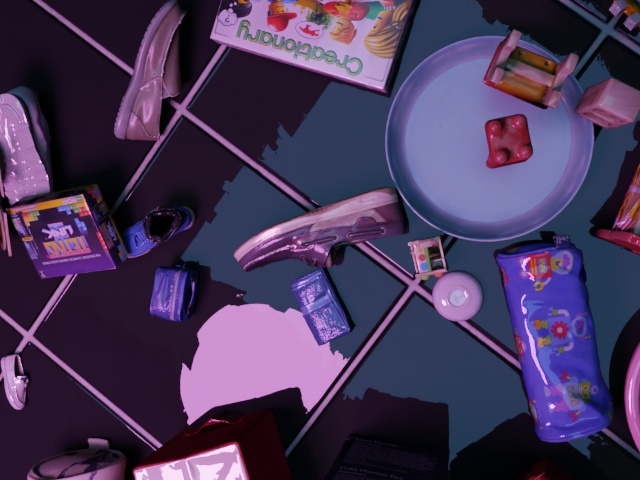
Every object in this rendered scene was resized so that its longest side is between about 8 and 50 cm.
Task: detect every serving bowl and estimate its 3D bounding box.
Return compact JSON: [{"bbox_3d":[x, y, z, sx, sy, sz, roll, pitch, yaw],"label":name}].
[{"bbox_3d":[0.221,0.090,1.250,0.083,0.027,0.084,0,92,10],"label":"serving bowl"}]

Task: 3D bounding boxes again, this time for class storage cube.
[{"bbox_3d":[-0.161,0.403,1.254,0.183,0.193,0.215,-17,90,11],"label":"storage cube"}]

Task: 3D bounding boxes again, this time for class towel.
[{"bbox_3d":[0.000,0.112,1.293,0.067,0.029,0.120,-26,87,12],"label":"towel"}]

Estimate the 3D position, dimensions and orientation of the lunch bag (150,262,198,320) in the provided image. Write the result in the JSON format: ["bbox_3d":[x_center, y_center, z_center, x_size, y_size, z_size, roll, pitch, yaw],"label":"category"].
[{"bbox_3d":[-0.242,0.086,1.321,0.065,0.067,0.099,10,93,10],"label":"lunch bag"}]

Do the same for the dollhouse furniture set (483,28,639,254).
[{"bbox_3d":[0.389,-0.124,1.117,0.373,0.152,0.201,24,94,1],"label":"dollhouse furniture set"}]

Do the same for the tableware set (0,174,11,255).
[{"bbox_3d":[-0.567,-0.074,1.329,0.039,0.128,0.194,-10,113,-27],"label":"tableware set"}]

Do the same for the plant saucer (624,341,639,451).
[{"bbox_3d":[0.619,0.232,1.148,0.331,0.084,0.333,0,91,11],"label":"plant saucer"}]

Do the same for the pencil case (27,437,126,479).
[{"bbox_3d":[-0.380,0.554,1.313,0.159,0.183,0.411,-10,88,7],"label":"pencil case"}]

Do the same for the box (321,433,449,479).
[{"bbox_3d":[0.078,0.505,1.149,0.178,0.312,0.344,8,94,10],"label":"box"}]

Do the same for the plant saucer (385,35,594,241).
[{"bbox_3d":[0.262,-0.157,1.225,0.317,0.043,0.318,0,91,11],"label":"plant saucer"}]

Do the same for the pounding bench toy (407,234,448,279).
[{"bbox_3d":[0.170,0.029,1.229,0.052,0.083,0.065,-12,89,11],"label":"pounding bench toy"}]

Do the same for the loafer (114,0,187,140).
[{"bbox_3d":[-0.271,-0.281,1.312,0.087,0.094,0.251,19,106,-14],"label":"loafer"}]

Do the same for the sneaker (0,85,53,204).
[{"bbox_3d":[-0.503,-0.149,1.360,0.090,0.095,0.235,2,112,7],"label":"sneaker"}]

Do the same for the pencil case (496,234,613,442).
[{"bbox_3d":[0.360,0.145,1.179,0.133,0.119,0.306,-12,90,1],"label":"pencil case"}]

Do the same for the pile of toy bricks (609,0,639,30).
[{"bbox_3d":[0.447,-0.430,1.157,0.105,0.118,0.212,-33,74,-21],"label":"pile of toy bricks"}]

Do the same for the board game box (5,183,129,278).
[{"bbox_3d":[-0.429,-0.013,1.322,0.170,0.048,0.141,-9,114,25],"label":"board game box"}]

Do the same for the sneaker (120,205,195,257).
[{"bbox_3d":[-0.292,-0.014,1.318,0.152,0.084,0.058,-23,88,11],"label":"sneaker"}]

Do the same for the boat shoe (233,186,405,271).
[{"bbox_3d":[0.000,0.000,1.254,0.285,0.103,0.093,-21,83,5],"label":"boat shoe"}]

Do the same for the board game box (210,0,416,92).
[{"bbox_3d":[-0.008,-0.376,1.264,0.305,0.053,0.193,18,96,10],"label":"board game box"}]

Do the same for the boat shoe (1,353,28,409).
[{"bbox_3d":[-0.546,0.254,1.406,0.035,0.035,0.100,-17,82,14],"label":"boat shoe"}]

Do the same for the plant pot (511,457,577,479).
[{"bbox_3d":[0.327,0.476,1.138,0.267,0.267,0.236,-37,74,10],"label":"plant pot"}]
